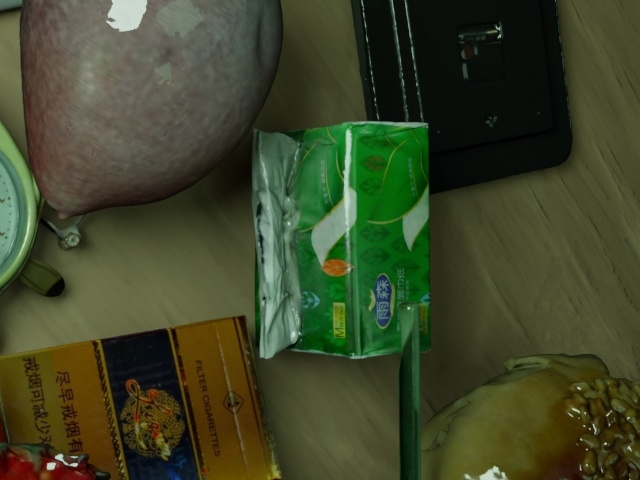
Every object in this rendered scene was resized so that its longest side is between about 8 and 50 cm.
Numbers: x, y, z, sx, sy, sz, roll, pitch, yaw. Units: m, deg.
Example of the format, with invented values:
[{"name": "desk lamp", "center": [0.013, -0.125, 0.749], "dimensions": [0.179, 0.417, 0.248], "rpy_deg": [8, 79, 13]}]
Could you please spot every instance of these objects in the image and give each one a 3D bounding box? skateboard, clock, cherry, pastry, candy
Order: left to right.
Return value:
[{"name": "clock", "center": [-0.297, -0.014, 0.901], "dimensions": [0.170, 0.069, 0.232], "rpy_deg": [-47, 116, -26]}, {"name": "skateboard", "center": [-0.209, -0.041, 0.988], "dimensions": [0.064, 0.032, 0.083], "rpy_deg": [43, 70, -16]}, {"name": "cherry", "center": [-0.130, -0.137, 0.913], "dimensions": [0.206, 0.239, 0.239], "rpy_deg": [-5, 93, -17]}, {"name": "candy", "center": [0.082, 0.270, 1.023], "dimensions": [0.119, 0.119, 0.440], "rpy_deg": [-6, 101, -35]}, {"name": "clock", "center": [0.157, -0.195, 1.227], "dimensions": [0.279, 0.049, 0.273], "rpy_deg": [-14, 99, -34]}, {"name": "pastry", "center": [0.259, 0.316, 1.186], "dimensions": [0.409, 0.245, 0.409], "rpy_deg": [1, 88, -36]}]

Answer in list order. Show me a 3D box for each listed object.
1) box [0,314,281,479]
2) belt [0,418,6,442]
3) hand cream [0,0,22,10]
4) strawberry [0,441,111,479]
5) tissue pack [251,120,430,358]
[{"name": "box", "center": [-0.159, 0.157, 0.980], "dimensions": [0.237, 0.070, 0.152], "rpy_deg": [-8, 80, -36]}, {"name": "belt", "center": [-0.354, 0.214, 0.834], "dimensions": [0.227, 0.115, 0.324], "rpy_deg": [21, 79, -34]}, {"name": "hand cream", "center": [-0.296, -0.226, 0.909], "dimensions": [0.336, 0.076, 0.121], "rpy_deg": [-26, 110, -39]}, {"name": "strawberry", "center": [-0.215, 0.262, 0.807], "dimensions": [0.190, 0.111, 0.236], "rpy_deg": [17, 83, -41]}, {"name": "tissue pack", "center": [-0.001, -0.001, 1.058], "dimensions": [0.156, 0.148, 0.209], "rpy_deg": [-2, 92, -36]}]
